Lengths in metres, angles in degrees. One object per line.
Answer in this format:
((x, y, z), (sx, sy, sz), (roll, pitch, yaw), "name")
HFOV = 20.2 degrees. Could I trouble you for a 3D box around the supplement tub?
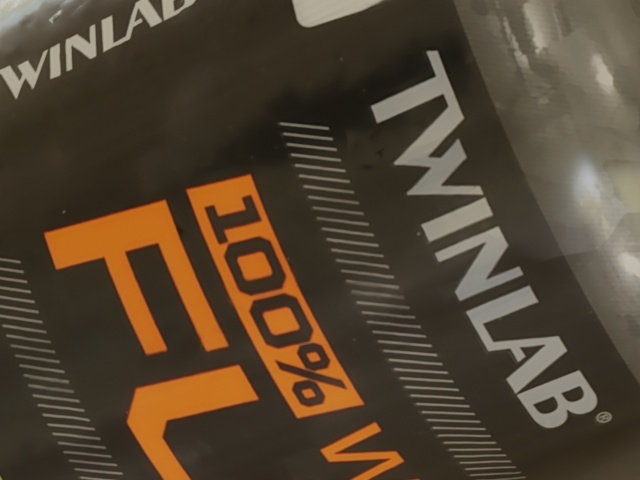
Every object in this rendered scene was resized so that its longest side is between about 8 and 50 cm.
((0.000, 0.000, 0.506), (0.338, 0.207, 0.207), (-26, 24, 20), "supplement tub")
